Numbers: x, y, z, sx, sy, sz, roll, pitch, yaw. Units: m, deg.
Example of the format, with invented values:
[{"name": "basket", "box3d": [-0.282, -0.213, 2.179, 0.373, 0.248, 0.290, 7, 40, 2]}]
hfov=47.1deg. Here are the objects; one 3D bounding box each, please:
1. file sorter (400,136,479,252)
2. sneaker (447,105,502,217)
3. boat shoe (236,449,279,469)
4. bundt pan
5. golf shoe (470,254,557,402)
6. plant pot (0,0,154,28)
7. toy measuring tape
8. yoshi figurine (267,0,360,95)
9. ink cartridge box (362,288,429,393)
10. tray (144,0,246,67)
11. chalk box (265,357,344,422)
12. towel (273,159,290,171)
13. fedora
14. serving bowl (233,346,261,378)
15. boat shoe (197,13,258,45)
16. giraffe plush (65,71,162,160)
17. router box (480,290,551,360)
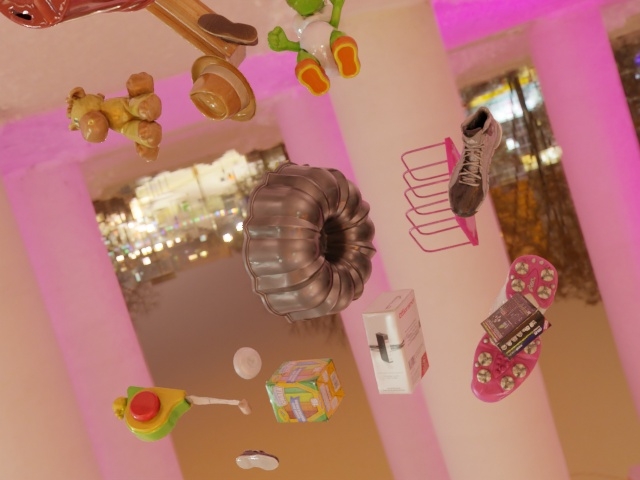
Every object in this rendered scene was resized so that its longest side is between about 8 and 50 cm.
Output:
[{"name": "file sorter", "box3d": [0.368, -0.133, 2.313, 0.182, 0.291, 0.202, -14, 150, 22]}, {"name": "sneaker", "box3d": [0.302, -0.169, 1.493, 0.086, 0.229, 0.132, 11, 166, 25]}, {"name": "boat shoe", "box3d": [-0.144, 0.516, 1.735, 0.125, 0.046, 0.038, -16, -161, 37]}, {"name": "bundt pan", "box3d": [0.000, 0.000, 1.463, 0.124, 0.331, 0.331, -4, -169, 39]}, {"name": "golf shoe", "box3d": [0.376, 0.182, 1.447, 0.306, 0.115, 0.140, -62, 171, -16]}, {"name": "plant pot", "box3d": [-0.446, -0.510, 1.301, 0.272, 0.272, 0.265, -16, -157, 31]}, {"name": "toy measuring tape", "box3d": [-0.323, 0.398, 1.649, 0.330, 0.121, 0.121, 3, -171, 15]}, {"name": "yoshi figurine", "box3d": [-0.019, -0.537, 1.802, 0.203, 0.362, 0.203, 7, 133, -20]}, {"name": "ink cartridge box", "box3d": [0.236, 0.309, 2.269, 0.114, 0.273, 0.197, -6, -167, 26]}, {"name": "tray", "box3d": [-0.368, -0.584, 1.822, 0.076, 0.411, 0.203, -54, -176, -3]}, {"name": "chalk box", "box3d": [-0.064, 0.428, 2.086, 0.213, 0.132, 0.132, -10, -163, 27]}, {"name": "towel", "box3d": [-0.125, -0.221, 2.270, 0.009, 0.060, 0.083, 31, 164, -30]}, {"name": "fedora", "box3d": [-0.241, -0.336, 1.706, 0.194, 0.194, 0.079, -14, -151, 51]}, {"name": "serving bowl", "box3d": [-0.185, 0.317, 1.909, 0.083, 0.083, 0.027, -21, 176, -45]}, {"name": "boat shoe", "box3d": [-0.215, -0.483, 1.707, 0.152, 0.056, 0.049, 23, 162, 15]}, {"name": "giraffe plush", "box3d": [-0.438, -0.264, 1.531, 0.170, 0.181, 0.210, -8, -145, -25]}, {"name": "router box", "box3d": [0.331, 0.143, 1.251, 0.092, 0.038, 0.122, -41, -172, 8]}]
